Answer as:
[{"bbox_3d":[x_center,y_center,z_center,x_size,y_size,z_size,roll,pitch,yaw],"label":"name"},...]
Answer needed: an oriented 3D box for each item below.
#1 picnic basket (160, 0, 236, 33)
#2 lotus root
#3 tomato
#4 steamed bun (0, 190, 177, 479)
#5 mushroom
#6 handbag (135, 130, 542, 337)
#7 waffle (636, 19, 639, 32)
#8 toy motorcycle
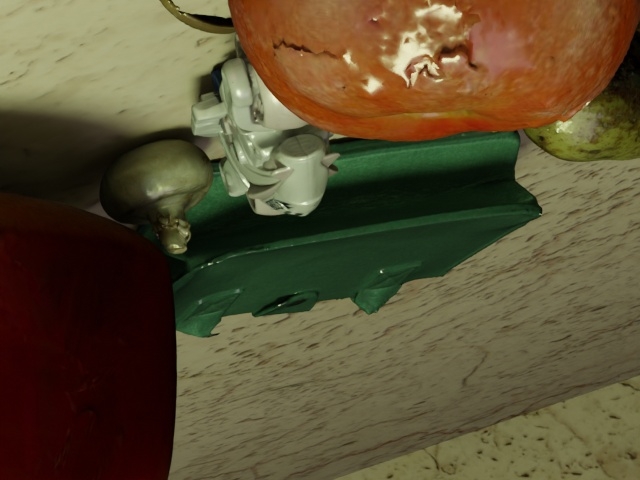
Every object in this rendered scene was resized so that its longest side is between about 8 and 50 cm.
[{"bbox_3d":[-0.064,-0.144,0.919,0.072,0.083,0.072,-17,164,-5],"label":"picnic basket"},{"bbox_3d":[0.185,-0.096,1.166,0.080,0.089,0.179,-12,174,42],"label":"lotus root"},{"bbox_3d":[0.056,-0.146,0.871,0.208,0.184,0.208,1,173,0],"label":"tomato"},{"bbox_3d":[-0.235,0.083,1.153,0.248,0.235,0.379,-3,172,38],"label":"steamed bun"},{"bbox_3d":[-0.110,-0.027,1.259,0.085,0.079,0.085,-23,168,-5],"label":"mushroom"},{"bbox_3d":[0.001,0.000,1.471,0.326,0.089,0.238,-11,163,-25],"label":"handbag"},{"bbox_3d":[0.159,-0.138,1.252,0.262,0.060,0.280,-19,163,12],"label":"waffle"},{"bbox_3d":[-0.025,-0.066,1.180,0.112,0.112,0.254,-17,165,-8],"label":"toy motorcycle"}]
